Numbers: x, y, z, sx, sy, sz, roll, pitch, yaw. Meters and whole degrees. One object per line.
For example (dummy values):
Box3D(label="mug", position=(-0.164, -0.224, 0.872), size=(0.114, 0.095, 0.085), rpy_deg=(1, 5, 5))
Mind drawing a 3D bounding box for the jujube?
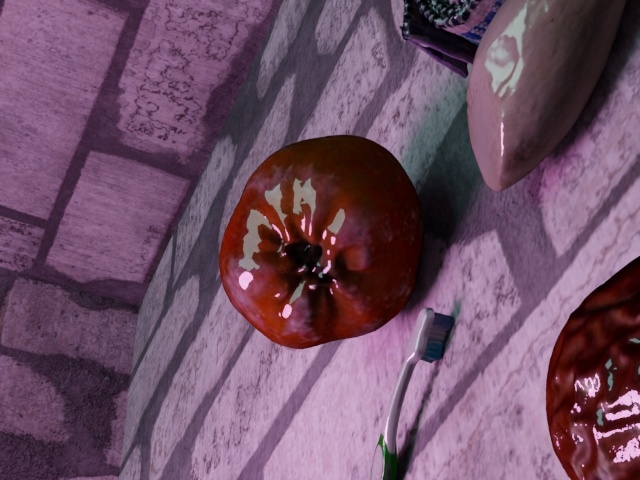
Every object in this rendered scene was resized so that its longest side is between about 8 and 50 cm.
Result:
Box3D(label="jujube", position=(0.239, 0.090, 0.613), size=(0.243, 0.183, 0.183), rpy_deg=(122, 160, -64))

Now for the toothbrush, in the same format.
Box3D(label="toothbrush", position=(0.069, 0.278, 1.153), size=(0.418, 0.040, 0.042), rpy_deg=(-71, 20, 3))

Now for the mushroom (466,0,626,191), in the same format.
Box3D(label="mushroom", position=(0.242, -0.209, 0.990), size=(0.350, 0.128, 0.128), rpy_deg=(-59, 22, 22))

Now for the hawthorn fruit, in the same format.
Box3D(label="hawthorn fruit", position=(0.000, 0.000, 1.270), size=(0.284, 0.284, 0.284), rpy_deg=(-162, 90, -72))

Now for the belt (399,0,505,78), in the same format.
Box3D(label="belt", position=(0.224, -0.339, 1.113), size=(0.207, 0.160, 0.295), rpy_deg=(13, 87, 54))
